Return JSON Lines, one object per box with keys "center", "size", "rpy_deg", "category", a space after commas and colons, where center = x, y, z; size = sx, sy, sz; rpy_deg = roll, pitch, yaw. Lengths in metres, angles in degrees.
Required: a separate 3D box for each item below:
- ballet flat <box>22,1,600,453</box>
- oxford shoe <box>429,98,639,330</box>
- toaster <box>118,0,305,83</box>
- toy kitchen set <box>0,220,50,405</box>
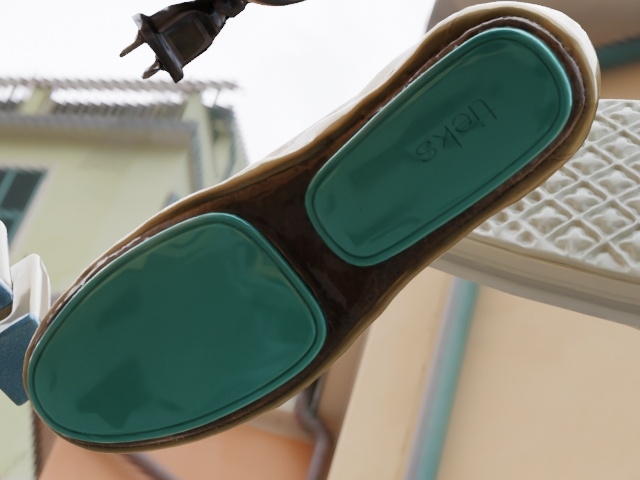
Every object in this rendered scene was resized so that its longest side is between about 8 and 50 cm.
{"center": [0.000, 0.000, 0.567], "size": [0.232, 0.073, 0.080], "rpy_deg": [-32, -87, 17], "category": "ballet flat"}
{"center": [0.248, 0.022, 0.854], "size": [0.449, 0.169, 0.130], "rpy_deg": [8, -47, 13], "category": "oxford shoe"}
{"center": [-0.020, -0.170, 0.420], "size": [0.146, 0.227, 0.129], "rpy_deg": [42, -3, -37], "category": "toaster"}
{"center": [-0.246, 0.037, 0.796], "size": [0.166, 0.122, 0.207], "rpy_deg": [-32, -59, 11], "category": "toy kitchen set"}
